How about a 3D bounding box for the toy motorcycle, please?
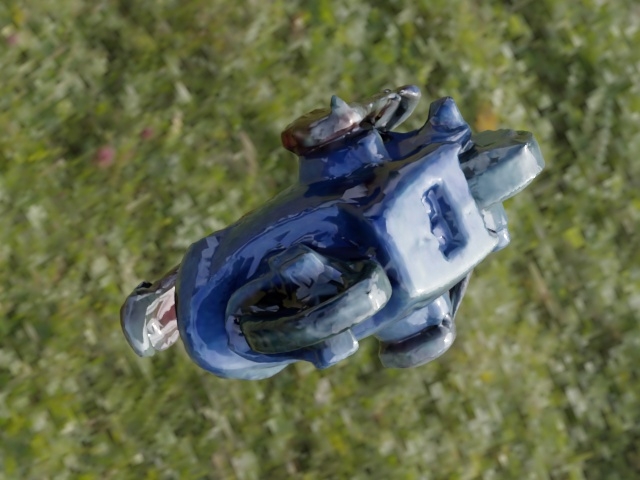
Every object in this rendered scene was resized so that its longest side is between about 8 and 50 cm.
[{"bbox_3d":[0.012,0.021,1.203,0.182,0.241,0.319,48,43,7],"label":"toy motorcycle"}]
